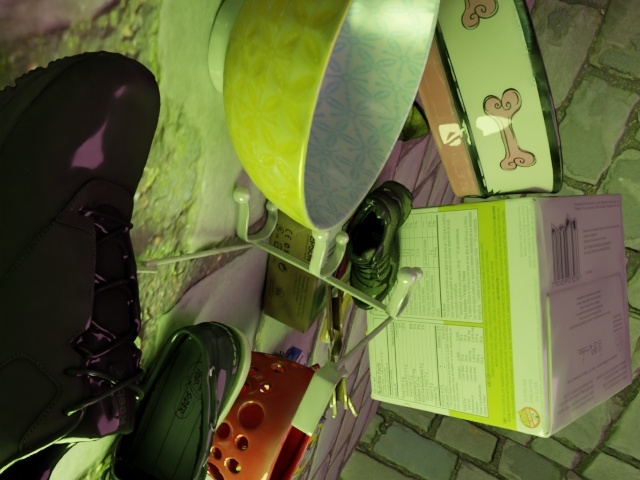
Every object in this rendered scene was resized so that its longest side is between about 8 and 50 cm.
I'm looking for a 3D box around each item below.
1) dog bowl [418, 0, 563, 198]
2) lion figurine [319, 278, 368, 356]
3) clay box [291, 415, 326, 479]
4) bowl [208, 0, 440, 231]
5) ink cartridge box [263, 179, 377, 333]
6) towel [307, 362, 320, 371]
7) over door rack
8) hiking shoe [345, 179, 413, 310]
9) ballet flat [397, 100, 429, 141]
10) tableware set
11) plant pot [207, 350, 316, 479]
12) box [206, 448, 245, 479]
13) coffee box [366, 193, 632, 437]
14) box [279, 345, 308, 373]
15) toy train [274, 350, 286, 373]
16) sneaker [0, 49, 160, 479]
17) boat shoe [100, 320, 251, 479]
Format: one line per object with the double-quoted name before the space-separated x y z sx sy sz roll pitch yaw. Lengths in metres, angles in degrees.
"dog bowl" 0.225 -0.245 0.888 0.408 0.150 0.408 -17 90 -76
"lion figurine" 0.144 0.077 1.193 0.392 0.142 0.240 -20 126 -58
"clay box" -0.064 0.572 1.589 0.222 0.053 0.127 -64 163 -7
"bowl" -0.011 -0.170 0.567 0.289 0.156 0.289 -54 160 -31
"ink cartridge box" 0.000 0.000 0.951 0.193 0.088 0.234 -46 153 -46
"towel" -0.111 0.343 1.078 0.275 0.031 0.199 -13 126 -53
"over door rack" -0.030 0.039 0.650 0.324 0.239 0.108 -32 145 -62
"hiking shoe" 0.070 0.018 0.926 0.114 0.086 0.227 -24 131 -47
"ballet flat" 0.097 -0.215 0.941 0.123 0.123 0.348 -66 164 2
"tableware set" 0.032 0.160 0.883 0.128 0.039 0.194 83 5 -67
"plant pot" -0.103 0.238 0.812 0.191 0.174 0.191 -55 160 -32
"box" -0.173 0.381 0.948 0.145 0.038 0.186 12 107 -54
"coffee box" 0.306 0.101 1.037 0.337 0.334 0.338 -4 91 -44
"box" -0.061 0.278 1.246 0.081 0.028 0.136 -58 163 -23
"toy train" -0.108 0.280 1.108 0.158 0.027 0.036 -61 166 -14
"sneaker" -0.142 0.040 0.322 0.286 0.130 0.109 -67 161 1
"boat shoe" -0.185 0.249 0.668 0.340 0.127 0.113 -63 160 -9
